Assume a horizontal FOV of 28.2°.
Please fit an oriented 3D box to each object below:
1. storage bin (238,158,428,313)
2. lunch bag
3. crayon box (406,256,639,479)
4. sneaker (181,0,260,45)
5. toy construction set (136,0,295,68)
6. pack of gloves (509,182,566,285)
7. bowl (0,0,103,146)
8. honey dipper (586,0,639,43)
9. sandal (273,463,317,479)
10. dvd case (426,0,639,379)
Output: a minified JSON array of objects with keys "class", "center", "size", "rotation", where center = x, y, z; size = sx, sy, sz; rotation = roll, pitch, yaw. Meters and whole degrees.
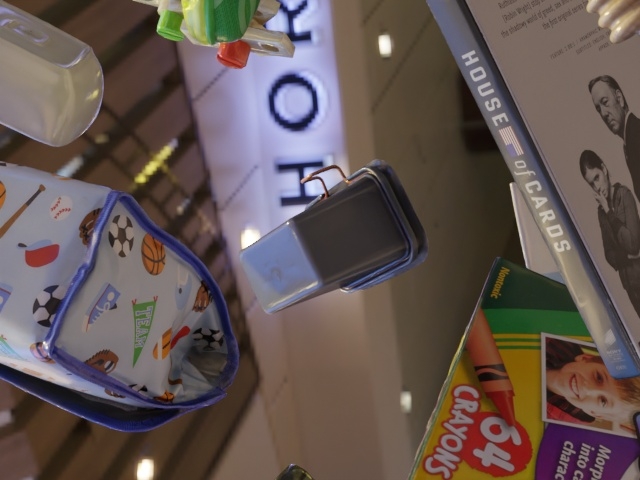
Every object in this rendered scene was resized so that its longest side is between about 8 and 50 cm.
[{"class":"storage bin","center":[0.000,0.000,0.961],"size":[0.091,0.135,0.098],"rotation":[-24,-93,-30]},{"class":"lunch bag","center":[-0.309,0.076,1.555],"size":[0.239,0.328,0.385],"rotation":[-67,-28,-12]},{"class":"crayon box","center":[0.208,0.215,0.866],"size":[0.106,0.313,0.363],"rotation":[105,-171,-46]},{"class":"sneaker","center":[-0.007,-0.236,0.779],"size":[0.109,0.124,0.295],"rotation":[-92,26,-53]},{"class":"toy construction set","center":[-0.075,-0.301,1.229],"size":[0.151,0.215,0.327],"rotation":[100,-174,-64]},{"class":"pack of gloves","center":[0.294,0.044,1.231],"size":[0.046,0.195,0.232],"rotation":[-179,81,-72]},{"class":"bowl","center":[-0.233,-0.137,0.971],"size":[0.053,0.142,0.142],"rotation":[-62,5,19]},{"class":"honey dipper","center":[0.162,-0.057,0.536],"size":[0.160,0.030,0.030],"rotation":[54,-161,6]},{"class":"sandal","center":[-0.022,0.260,1.052],"size":[0.120,0.086,0.303],"rotation":[-50,-13,-9]},{"class":"dvd case","center":[0.155,-0.074,0.658],"size":[0.179,0.030,0.238],"rotation":[-32,-83,-39]}]
